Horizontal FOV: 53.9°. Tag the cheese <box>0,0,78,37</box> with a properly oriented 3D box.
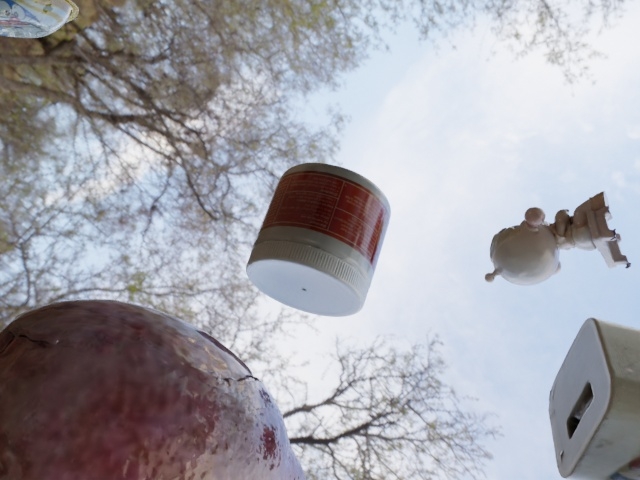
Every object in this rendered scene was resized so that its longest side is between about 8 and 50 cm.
[{"bbox_3d":[-0.451,-0.324,0.886,0.270,0.176,0.069,1,-87,38],"label":"cheese"}]

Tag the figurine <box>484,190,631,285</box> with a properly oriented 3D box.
[{"bbox_3d":[0.438,0.017,1.203,0.256,0.182,0.145,-21,-108,24],"label":"figurine"}]

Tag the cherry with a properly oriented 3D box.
[{"bbox_3d":[-0.125,0.138,0.431,0.192,0.249,0.175,132,-25,-63],"label":"cherry"}]

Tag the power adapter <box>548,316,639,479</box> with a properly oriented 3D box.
[{"bbox_3d":[0.338,0.169,0.583,0.204,0.130,0.125,13,-148,5],"label":"power adapter"}]

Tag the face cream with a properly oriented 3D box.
[{"bbox_3d":[0.000,0.000,1.033,0.200,0.201,0.187,0,-122,33],"label":"face cream"}]
